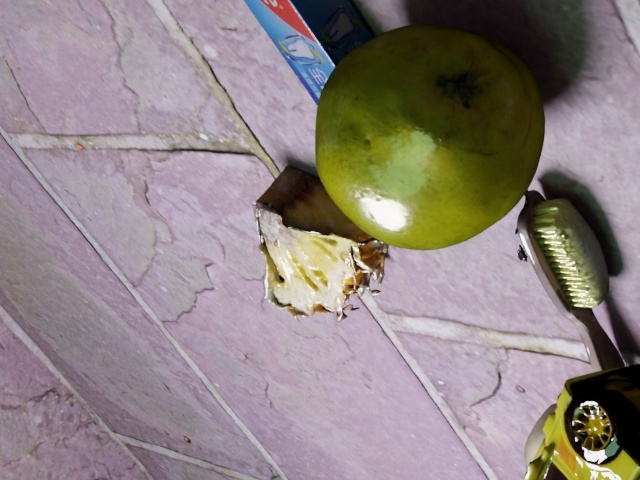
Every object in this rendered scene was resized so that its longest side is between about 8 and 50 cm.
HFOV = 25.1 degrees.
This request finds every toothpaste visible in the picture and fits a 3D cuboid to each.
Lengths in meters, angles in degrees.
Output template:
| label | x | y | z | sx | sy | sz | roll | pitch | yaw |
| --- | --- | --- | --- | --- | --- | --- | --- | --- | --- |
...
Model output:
| label | x | y | z | sx | sy | sz | roll | pitch | yaw |
| --- | --- | --- | --- | --- | --- | --- | --- | --- | --- |
| toothpaste | -0.023 | -0.239 | 1.437 | 0.076 | 0.066 | 0.320 | 2 | 136 | 53 |

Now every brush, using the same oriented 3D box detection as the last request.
| label | x | y | z | sx | sy | sz | roll | pitch | yaw |
| --- | --- | --- | --- | --- | --- | --- | --- | --- | --- |
| brush | 0.287 | 0.069 | 1.516 | 0.067 | 0.072 | 0.313 | -1 | 136 | 36 |

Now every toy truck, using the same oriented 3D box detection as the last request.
| label | x | y | z | sx | sy | sz | roll | pitch | yaw |
| --- | --- | --- | --- | --- | --- | --- | --- | --- | --- |
| toy truck | 0.384 | 0.321 | 1.453 | 0.405 | 0.181 | 0.254 | 48 | 125 | 35 |

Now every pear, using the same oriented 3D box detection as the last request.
| label | x | y | z | sx | sy | sz | roll | pitch | yaw |
| --- | --- | --- | --- | --- | --- | --- | --- | --- | --- |
| pear | 0.096 | -0.095 | 1.344 | 0.212 | 0.212 | 0.269 | 40 | 157 | 1 |

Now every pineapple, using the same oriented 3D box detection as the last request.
| label | x | y | z | sx | sy | sz | roll | pitch | yaw |
| --- | --- | --- | --- | --- | --- | --- | --- | --- | --- |
| pineapple | 0.000 | 0.000 | 1.773 | 0.186 | 0.114 | 0.236 | 43 | 145 | -4 |

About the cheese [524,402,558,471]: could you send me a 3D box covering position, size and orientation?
| label | x | y | z | sx | sy | sz | roll | pitch | yaw |
| --- | --- | --- | --- | --- | --- | --- | --- | --- | --- |
| cheese | 0.397 | 0.336 | 1.716 | 0.351 | 0.129 | 0.328 | 16 | 146 | 43 |
